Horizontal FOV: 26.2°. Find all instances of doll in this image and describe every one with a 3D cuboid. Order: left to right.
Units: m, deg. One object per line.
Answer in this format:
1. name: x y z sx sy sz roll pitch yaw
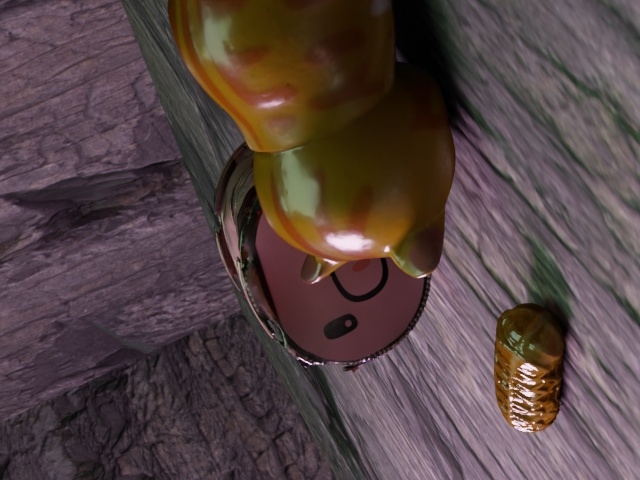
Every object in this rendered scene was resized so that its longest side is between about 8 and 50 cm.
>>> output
1. doll: -0.001 -0.110 0.950 0.166 0.162 0.270 4 131 58

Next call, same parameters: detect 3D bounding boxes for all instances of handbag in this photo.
1. handbag: 0.001 0.000 1.205 0.205 0.179 0.116 67 165 -16

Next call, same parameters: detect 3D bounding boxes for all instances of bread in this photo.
1. bread: 0.148 0.093 0.980 0.052 0.044 0.157 54 168 27
